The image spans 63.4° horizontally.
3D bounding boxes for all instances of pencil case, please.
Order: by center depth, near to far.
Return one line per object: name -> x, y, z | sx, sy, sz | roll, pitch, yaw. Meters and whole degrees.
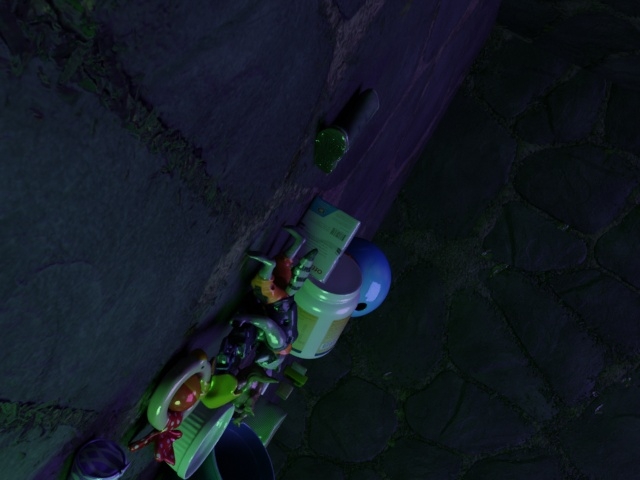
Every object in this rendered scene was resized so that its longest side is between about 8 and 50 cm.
pencil case -> -0.396, 0.437, 0.889 | 0.206, 0.088, 0.086 | -65, 170, 25

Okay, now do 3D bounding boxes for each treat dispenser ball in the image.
treat dispenser ball -> 0.108, 0.129, 1.859 | 0.288, 0.288, 0.288 | -56, 169, -16

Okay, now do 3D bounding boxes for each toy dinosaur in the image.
toy dinosaur -> -0.213, 0.420, 1.498 | 0.295, 0.127, 0.200 | -47, 179, 31

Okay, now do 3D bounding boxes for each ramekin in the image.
ramekin -> -0.320, 0.477, 1.306 | 0.207, 0.109, 0.207 | -56, 169, -17

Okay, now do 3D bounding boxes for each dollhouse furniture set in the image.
dollhouse furniture set -> -0.196, 0.553, 1.857 | 0.301, 0.198, 0.151 | -53, 169, -33

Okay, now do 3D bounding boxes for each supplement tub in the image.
supplement tub -> -0.011, 0.198, 1.633 | 0.228, 0.228, 0.316 | -47, 166, -49

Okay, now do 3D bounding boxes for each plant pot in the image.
plant pot -> -0.314, 0.699, 1.496 | 0.255, 0.271, 0.272 | -33, 175, 13

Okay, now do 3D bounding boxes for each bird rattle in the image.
bird rattle -> -0.301, 0.331, 1.084 | 0.253, 0.143, 0.207 | -36, 146, -35

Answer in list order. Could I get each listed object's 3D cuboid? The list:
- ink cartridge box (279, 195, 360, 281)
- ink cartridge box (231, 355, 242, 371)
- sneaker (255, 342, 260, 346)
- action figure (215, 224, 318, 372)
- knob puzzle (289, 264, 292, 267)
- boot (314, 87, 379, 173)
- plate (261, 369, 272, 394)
ink cartridge box -> 0.000, 0.000, 1.394 | 0.190, 0.140, 0.082 | -58, 172, -5
ink cartridge box -> -0.241, 0.336, 1.505 | 0.083, 0.028, 0.048 | -62, 170, 11
sneaker -> -0.171, 0.253, 1.482 | 0.271, 0.100, 0.108 | 39, 48, -73
action figure -> -0.113, 0.168, 1.187 | 0.341, 0.179, 0.330 | -68, 166, -66
knob puzzle -> -0.038, 0.009, 1.536 | 0.213, 0.030, 0.213 | -48, 178, -2
boot -> 0.072, -0.266, 1.174 | 0.208, 0.076, 0.189 | -49, -179, -19
plate -> -0.290, 0.657, 2.136 | 0.277, 0.045, 0.278 | -58, 169, -5
